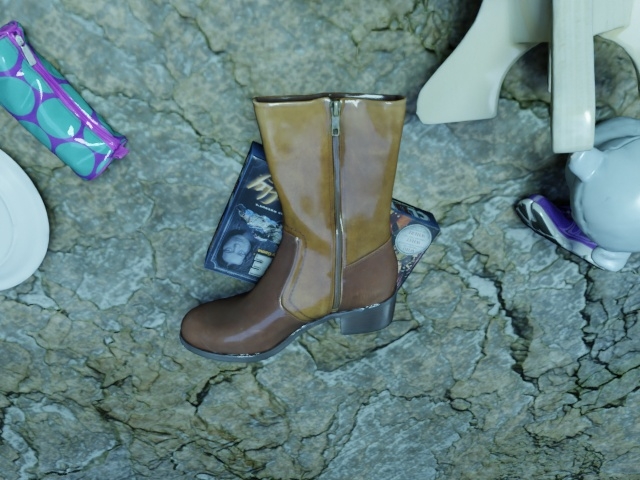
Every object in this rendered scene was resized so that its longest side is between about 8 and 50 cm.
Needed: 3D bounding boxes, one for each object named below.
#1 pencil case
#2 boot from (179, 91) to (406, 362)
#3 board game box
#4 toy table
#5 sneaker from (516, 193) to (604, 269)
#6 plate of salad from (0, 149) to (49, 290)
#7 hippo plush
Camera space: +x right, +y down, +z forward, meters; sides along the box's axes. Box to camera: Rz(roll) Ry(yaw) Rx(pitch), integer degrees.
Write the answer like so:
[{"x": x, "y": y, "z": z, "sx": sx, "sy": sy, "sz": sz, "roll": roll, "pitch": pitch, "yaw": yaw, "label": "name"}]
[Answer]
[{"x": -0.264, "y": -0.133, "z": 0.493, "sx": 0.070, "sy": 0.065, "sz": 0.152, "roll": -14, "pitch": 129, "yaw": 35, "label": "pencil case"}, {"x": -0.040, "y": -0.007, "z": 0.527, "sx": 0.263, "sy": 0.096, "sz": 0.281, "roll": -5, "pitch": 123, "yaw": -1, "label": "boot"}, {"x": 0.000, "y": 0.000, "z": 0.618, "sx": 0.243, "sy": 0.042, "sz": 0.165, "roll": 19, "pitch": 120, "yaw": -17, "label": "board game box"}, {"x": 0.196, "y": -0.186, "z": 0.407, "sx": 0.274, "sy": 0.252, "sz": 0.161, "roll": 7, "pitch": 121, "yaw": 33, "label": "toy table"}, {"x": 0.316, "y": -0.024, "z": 0.629, "sx": 0.169, "sy": 0.068, "sz": 0.071, "roll": 22, "pitch": 105, "yaw": -28, "label": "sneaker"}, {"x": -0.401, "y": -0.033, "z": 0.560, "sx": 0.199, "sy": 0.048, "sz": 0.200, "roll": 0, "pitch": 114, "yaw": 0, "label": "plate of salad"}, {"x": 0.382, "y": -0.046, "z": 0.496, "sx": 0.236, "sy": 0.294, "sz": 0.234, "roll": -25, "pitch": 110, "yaw": 25, "label": "hippo plush"}]
